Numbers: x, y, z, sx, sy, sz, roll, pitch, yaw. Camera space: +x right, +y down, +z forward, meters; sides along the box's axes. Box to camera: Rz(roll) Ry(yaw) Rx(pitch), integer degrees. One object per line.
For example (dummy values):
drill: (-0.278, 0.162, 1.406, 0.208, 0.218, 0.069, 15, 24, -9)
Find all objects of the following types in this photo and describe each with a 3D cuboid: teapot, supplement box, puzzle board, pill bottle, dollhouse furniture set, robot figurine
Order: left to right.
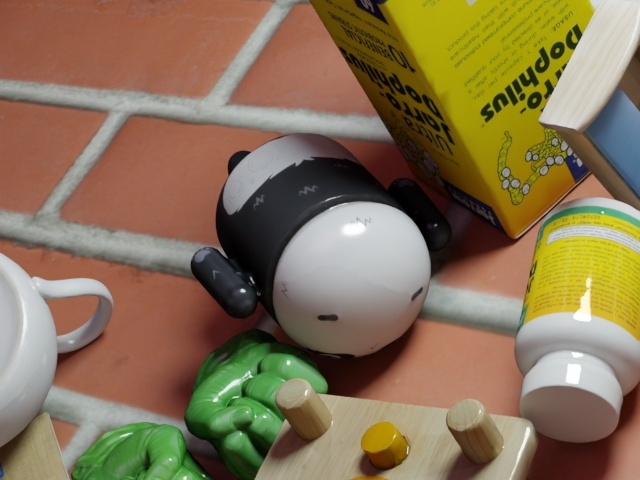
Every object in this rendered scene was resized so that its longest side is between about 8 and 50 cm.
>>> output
teapot: (-0.382, 0.132, 1.982, 0.256, 0.187, 0.252, 10, 67, 16)
puzzle board: (-0.313, 0.247, 1.949, 0.096, 0.011, 0.128, -33, 38, 3)
robot figurine: (-0.001, 0.002, 1.864, 0.209, 0.173, 0.278, -50, 39, 8)
supplement box: (0.140, -0.210, 1.833, 0.195, 0.356, 0.194, -42, 39, -9)
pill bottle: (0.238, 0.073, 1.666, 0.117, 0.117, 0.208, -8, 46, 28)
dollhouse furniture set: (0.406, -0.126, 1.649, 0.303, 0.198, 0.286, 16, 72, 42)

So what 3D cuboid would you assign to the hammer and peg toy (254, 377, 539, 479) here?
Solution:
hammer and peg toy: (0.022, 0.292, 1.582, 0.266, 0.127, 0.361, 3, 51, 34)

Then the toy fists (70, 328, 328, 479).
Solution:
toy fists: (-0.117, 0.201, 1.797, 0.279, 0.096, 0.142, -37, 40, -6)
